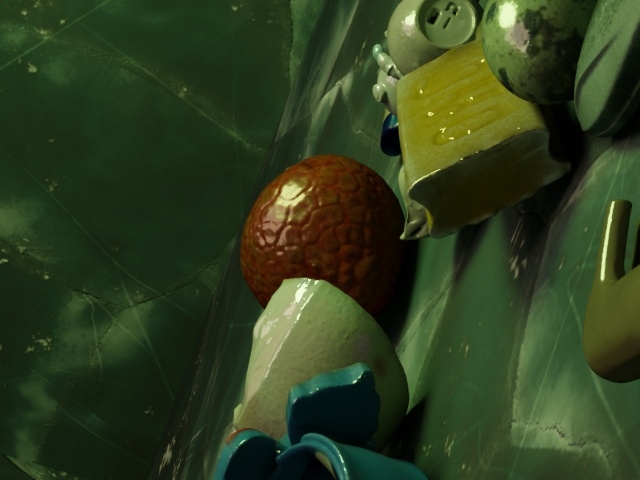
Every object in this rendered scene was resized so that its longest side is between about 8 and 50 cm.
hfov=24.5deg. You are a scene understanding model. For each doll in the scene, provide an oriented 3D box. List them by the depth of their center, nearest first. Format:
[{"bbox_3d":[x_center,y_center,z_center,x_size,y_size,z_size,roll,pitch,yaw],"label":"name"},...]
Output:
[{"bbox_3d":[0.150,-0.253,2.096,0.287,0.151,0.151,118,167,-71],"label":"doll"}]

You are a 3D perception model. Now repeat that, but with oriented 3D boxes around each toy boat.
[{"bbox_3d":[0.305,-0.214,1.357,0.319,0.092,0.141,109,171,-45],"label":"toy boat"}]

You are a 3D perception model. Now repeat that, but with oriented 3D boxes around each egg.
[{"bbox_3d":[0.238,-0.212,1.534,0.182,0.141,0.141,-81,14,-57],"label":"egg"},{"bbox_3d":[-0.012,0.206,1.826,0.162,0.206,0.271,-48,-22,-41],"label":"egg"}]

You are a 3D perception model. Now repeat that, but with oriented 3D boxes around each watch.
[{"bbox_3d":[0.028,0.306,1.634,0.305,0.241,0.274,-67,28,10],"label":"watch"}]

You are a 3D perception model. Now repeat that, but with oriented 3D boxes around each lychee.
[{"bbox_3d":[0.000,0.000,2.098,0.300,0.255,0.255,44,123,34],"label":"lychee"}]

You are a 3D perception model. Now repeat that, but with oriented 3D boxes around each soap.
[{"bbox_3d":[0.174,-0.125,1.657,0.173,0.089,0.274,-24,28,12],"label":"soap"}]

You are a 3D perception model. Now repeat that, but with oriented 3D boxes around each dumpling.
[{"bbox_3d":[0.158,-0.078,1.831,0.188,0.108,0.127,-57,-4,19],"label":"dumpling"}]

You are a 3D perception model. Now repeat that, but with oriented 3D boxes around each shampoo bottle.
[{"bbox_3d":[0.132,-0.227,2.333,0.087,0.050,0.183,118,166,-54],"label":"shampoo bottle"}]

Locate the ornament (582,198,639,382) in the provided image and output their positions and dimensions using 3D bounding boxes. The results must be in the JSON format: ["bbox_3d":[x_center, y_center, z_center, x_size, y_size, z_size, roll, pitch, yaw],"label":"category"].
[{"bbox_3d":[0.275,0.046,1.138,0.230,0.061,0.245,133,154,-62],"label":"ornament"}]

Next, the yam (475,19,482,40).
[{"bbox_3d":[0.273,-0.302,1.677,0.371,0.083,0.083,138,148,-67],"label":"yam"}]
